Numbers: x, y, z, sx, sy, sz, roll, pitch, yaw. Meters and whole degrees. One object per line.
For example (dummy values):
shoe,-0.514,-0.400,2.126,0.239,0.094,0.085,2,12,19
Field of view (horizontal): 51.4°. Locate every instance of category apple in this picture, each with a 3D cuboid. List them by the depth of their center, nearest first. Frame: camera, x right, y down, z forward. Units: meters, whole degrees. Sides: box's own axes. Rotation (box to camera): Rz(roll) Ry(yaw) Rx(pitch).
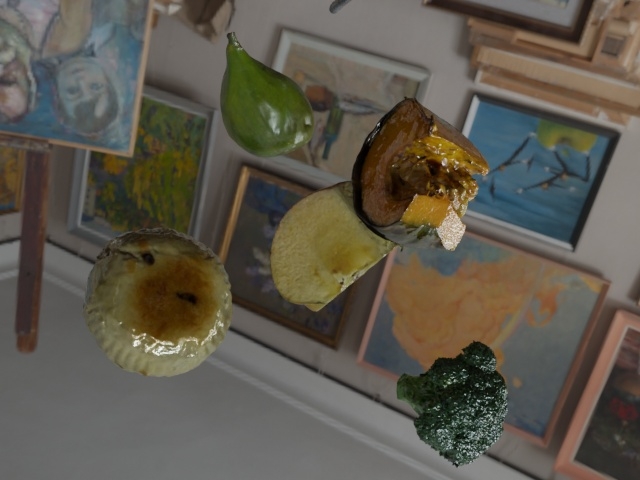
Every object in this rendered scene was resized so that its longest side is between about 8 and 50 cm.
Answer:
apple,0.041,0.027,1.656,0.314,0.309,0.252,25,-137,-33

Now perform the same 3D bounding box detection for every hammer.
hammer,0.129,-0.715,1.839,0.044,0.152,0.427,35,169,-19

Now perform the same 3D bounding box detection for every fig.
fig,-0.146,-0.368,1.681,0.233,0.314,0.233,-14,-166,4

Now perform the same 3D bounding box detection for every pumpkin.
pumpkin,0.213,-0.135,1.458,0.225,0.303,0.256,24,-179,-30

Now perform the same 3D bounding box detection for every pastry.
pastry,-0.420,0.156,1.719,0.388,0.389,0.312,8,164,-22

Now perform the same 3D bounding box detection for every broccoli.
broccoli,0.284,0.345,1.473,0.254,0.269,0.269,52,177,-33
